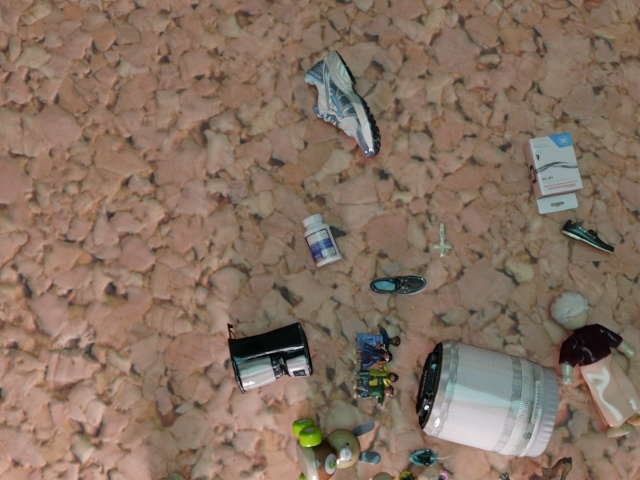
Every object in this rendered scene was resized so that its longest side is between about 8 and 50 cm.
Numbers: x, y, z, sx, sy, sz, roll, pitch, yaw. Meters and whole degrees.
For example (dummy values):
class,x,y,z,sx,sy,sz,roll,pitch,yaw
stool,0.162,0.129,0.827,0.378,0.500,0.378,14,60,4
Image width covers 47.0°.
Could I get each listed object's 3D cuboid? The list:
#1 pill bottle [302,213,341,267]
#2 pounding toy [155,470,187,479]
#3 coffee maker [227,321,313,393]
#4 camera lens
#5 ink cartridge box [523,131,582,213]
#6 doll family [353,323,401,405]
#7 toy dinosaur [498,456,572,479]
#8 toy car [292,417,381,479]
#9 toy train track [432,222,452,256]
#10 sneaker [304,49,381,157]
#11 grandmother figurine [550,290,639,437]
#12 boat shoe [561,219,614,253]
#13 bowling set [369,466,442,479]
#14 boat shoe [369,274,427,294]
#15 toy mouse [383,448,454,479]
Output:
class,x,y,z,sx,sy,sz,roll,pitch,yaw
pill bottle,0.000,0.000,1.775,0.067,0.067,0.120,-22,82,-3
pounding toy,-0.298,0.652,1.685,0.269,0.155,0.154,46,113,15
coffee maker,-0.119,0.253,1.714,0.178,0.120,0.171,-15,81,-2
camera lens,0.363,0.352,1.644,0.274,0.219,0.219,13,82,3
ink cartridge box,0.571,-0.164,1.796,0.104,0.060,0.180,-11,82,-1
doll family,0.135,0.290,1.731,0.111,0.076,0.193,-1,79,5
toy dinosaur,0.483,0.621,1.615,0.127,0.200,0.295,-3,82,0
toy car,0.045,0.482,1.678,0.188,0.149,0.155,-9,94,-13
toy train track,0.298,-0.003,1.799,0.048,0.014,0.083,0,81,0
sneaker,0.054,-0.320,1.818,0.122,0.110,0.283,-27,80,15
grandmother figurine,0.638,0.279,1.720,0.208,0.104,0.342,-17,78,-29
boat shoe,0.652,-0.008,1.779,0.133,0.049,0.042,28,91,9
bowling set,0.147,0.595,1.606,0.287,0.200,0.154,-24,80,7
boat shoe,0.189,0.109,1.771,0.142,0.040,0.049,-5,82,0
toy mouse,0.252,0.533,1.707,0.143,0.031,0.161,-42,92,6
